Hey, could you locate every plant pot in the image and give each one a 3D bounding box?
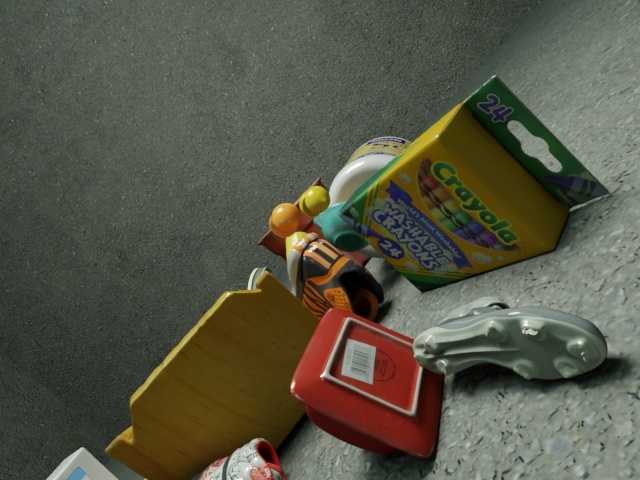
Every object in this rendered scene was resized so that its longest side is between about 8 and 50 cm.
[{"bbox_3d":[0.000,0.000,1.291,0.272,0.265,0.272,-46,7,7],"label":"plant pot"}]

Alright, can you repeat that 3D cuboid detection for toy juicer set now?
[{"bbox_3d":[0.051,-0.051,0.888,0.329,0.209,0.089,-11,49,18],"label":"toy juicer set"}]

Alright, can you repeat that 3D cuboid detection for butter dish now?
[{"bbox_3d":[0.049,0.181,0.510,0.160,0.160,0.118,-57,-12,-56],"label":"butter dish"}]

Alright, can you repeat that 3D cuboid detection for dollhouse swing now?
[{"bbox_3d":[-0.168,0.257,0.832,0.346,0.315,0.305,-49,21,-14],"label":"dollhouse swing"}]

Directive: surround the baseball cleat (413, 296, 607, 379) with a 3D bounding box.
[{"bbox_3d":[0.181,0.084,0.430,0.109,0.072,0.206,-33,6,-35],"label":"baseball cleat"}]

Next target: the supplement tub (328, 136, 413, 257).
[{"bbox_3d":[0.163,-0.125,1.083,0.241,0.241,0.331,-44,7,26],"label":"supplement tub"}]

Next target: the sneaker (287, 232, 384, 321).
[{"bbox_3d":[0.030,0.139,0.899,0.124,0.180,0.321,-44,-30,-25],"label":"sneaker"}]

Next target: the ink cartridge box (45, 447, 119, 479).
[{"bbox_3d":[-0.384,0.524,0.663,0.066,0.261,0.296,-37,10,18],"label":"ink cartridge box"}]

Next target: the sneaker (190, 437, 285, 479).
[{"bbox_3d":[-0.110,0.366,0.534,0.145,0.090,0.270,-35,16,5],"label":"sneaker"}]

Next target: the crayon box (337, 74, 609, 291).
[{"bbox_3d":[0.184,-0.049,0.621,0.083,0.203,0.323,-51,7,-30],"label":"crayon box"}]

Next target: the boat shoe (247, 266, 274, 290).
[{"bbox_3d":[-0.147,0.207,1.266,0.091,0.109,0.304,-26,53,27],"label":"boat shoe"}]

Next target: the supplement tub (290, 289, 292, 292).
[{"bbox_3d":[-0.045,0.181,1.149,0.190,0.117,0.117,-44,7,34],"label":"supplement tub"}]

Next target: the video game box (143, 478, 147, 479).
[{"bbox_3d":[-0.418,0.617,0.987,0.187,0.048,0.205,-43,5,-18],"label":"video game box"}]
